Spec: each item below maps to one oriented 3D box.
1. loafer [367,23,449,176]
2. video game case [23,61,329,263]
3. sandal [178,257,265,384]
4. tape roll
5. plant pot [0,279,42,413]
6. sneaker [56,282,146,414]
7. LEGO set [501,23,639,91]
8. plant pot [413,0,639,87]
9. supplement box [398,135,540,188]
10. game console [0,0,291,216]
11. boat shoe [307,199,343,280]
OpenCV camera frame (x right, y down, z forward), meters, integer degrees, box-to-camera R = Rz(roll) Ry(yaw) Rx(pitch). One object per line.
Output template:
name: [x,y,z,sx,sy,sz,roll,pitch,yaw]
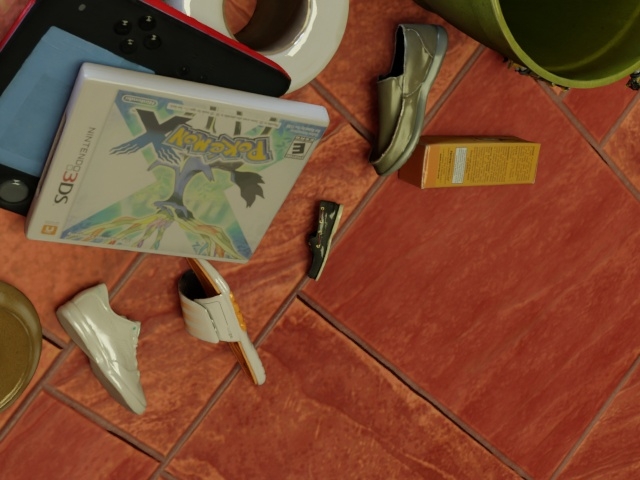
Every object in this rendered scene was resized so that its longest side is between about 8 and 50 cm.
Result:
loafer: [0.118,-0.225,1.724,0.087,0.094,0.251,17,92,-21]
video game case: [-0.194,-0.088,1.461,0.328,0.036,0.300,7,137,-27]
sandal: [-0.159,0.133,1.667,0.076,0.102,0.265,-32,121,-17]
tape roll: [-0.106,-0.328,1.509,0.246,0.169,0.246,-9,110,-26]
plant pot: [-0.485,0.163,1.507,0.236,0.032,0.236,-18,121,-32]
sneaker: [-0.294,0.160,1.619,0.094,0.080,0.212,-40,120,-26]
LEGO set: [0.467,-0.317,1.770,0.255,0.331,0.192,-55,127,-28]
plant pot: [0.288,-0.428,1.589,0.366,0.353,0.367,-9,110,-26]
supplement box: [0.248,-0.132,1.825,0.233,0.078,0.080,-5,108,-27]
game console: [-0.277,-0.151,1.420,0.342,0.060,0.386,25,127,-32]
boat shoe: [0.000,0.000,1.750,0.042,0.049,0.133,14,107,-4]
